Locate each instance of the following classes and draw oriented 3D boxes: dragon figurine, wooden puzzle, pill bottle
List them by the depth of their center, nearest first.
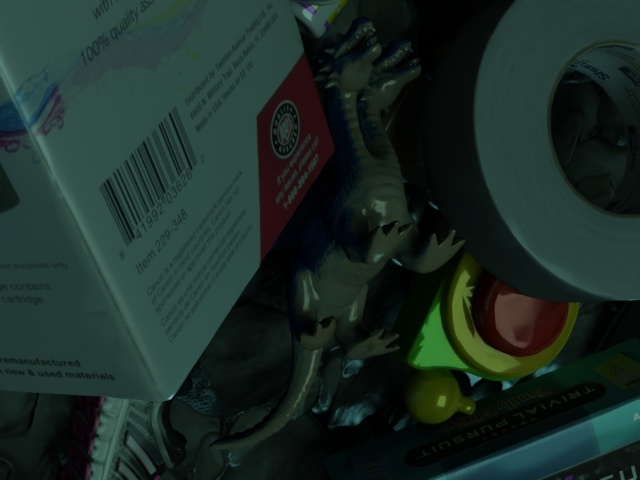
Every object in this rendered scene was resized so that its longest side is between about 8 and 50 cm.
[{"bbox_3d":[0.006,-0.170,0.735,0.043,0.043,0.083,39,86,-38],"label":"pill bottle"},{"bbox_3d":[0.000,0.000,0.778,0.085,0.144,0.289,6,126,-37],"label":"dragon figurine"},{"bbox_3d":[0.072,-0.076,0.840,0.078,0.014,0.116,38,87,-34],"label":"wooden puzzle"}]

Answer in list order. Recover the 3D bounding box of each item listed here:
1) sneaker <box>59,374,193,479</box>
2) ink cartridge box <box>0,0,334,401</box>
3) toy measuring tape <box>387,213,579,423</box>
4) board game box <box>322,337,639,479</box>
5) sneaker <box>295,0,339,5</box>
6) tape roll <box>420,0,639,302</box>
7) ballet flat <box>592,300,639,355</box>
[{"bbox_3d":[-0.124,0.146,0.772,0.075,0.063,0.170,7,101,-29],"label":"sneaker"},{"bbox_3d":[-0.123,-0.109,0.565,0.226,0.131,0.306,-56,136,-46],"label":"ink cartridge box"},{"bbox_3d":[0.154,-0.013,0.862,0.121,0.121,0.330,29,84,-38],"label":"toy measuring tape"},{"bbox_3d":[0.174,0.274,0.907,0.254,0.079,0.336,-21,113,-5],"label":"board game box"},{"bbox_3d":[-0.030,-0.252,0.621,0.105,0.115,0.281,-22,118,-8],"label":"sneaker"},{"bbox_3d":[0.179,-0.068,0.785,0.219,0.072,0.219,2,85,-22],"label":"tape roll"},{"bbox_3d":[0.312,0.054,1.001,0.095,0.096,0.280,19,99,-38],"label":"ballet flat"}]
